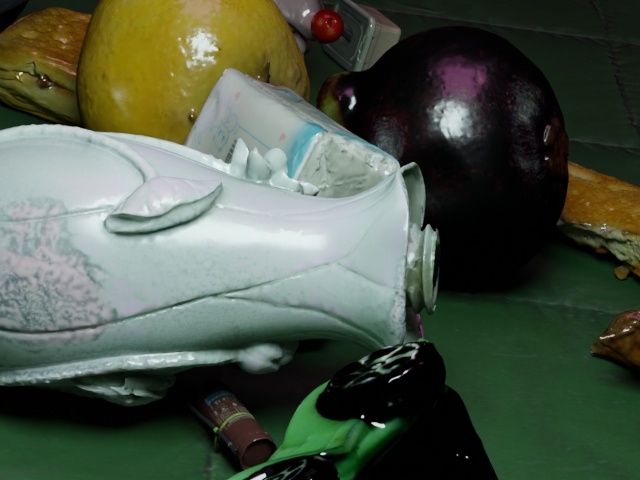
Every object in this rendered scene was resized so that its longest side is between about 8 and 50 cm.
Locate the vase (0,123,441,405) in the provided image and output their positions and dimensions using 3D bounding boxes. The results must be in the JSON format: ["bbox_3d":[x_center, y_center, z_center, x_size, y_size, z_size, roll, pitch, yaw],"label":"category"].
[{"bbox_3d":[-0.120,0.021,1.517,0.445,0.250,0.250,1,23,8],"label":"vase"}]

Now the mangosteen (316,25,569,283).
[{"bbox_3d":[0.114,-0.088,1.868,0.302,0.275,0.275,-4,19,24],"label":"mangosteen"}]

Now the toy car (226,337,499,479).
[{"bbox_3d":[0.026,0.213,1.262,0.176,0.213,0.358,-16,14,38],"label":"toy car"}]

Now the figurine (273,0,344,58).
[{"bbox_3d":[-0.081,-0.286,2.324,0.176,0.186,0.287,9,-13,-23],"label":"figurine"}]

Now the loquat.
[{"bbox_3d":[-0.143,-0.175,1.981,0.274,0.275,0.275,7,24,-3],"label":"loquat"}]

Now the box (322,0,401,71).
[{"bbox_3d":[0.060,-0.291,2.505,0.062,0.089,0.122,6,23,-28],"label":"box"}]

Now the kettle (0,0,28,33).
[{"bbox_3d":[-0.480,-0.309,2.189,0.320,0.228,0.324,-5,26,16],"label":"kettle"}]

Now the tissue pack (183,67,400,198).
[{"bbox_3d":[-0.051,-0.044,1.753,0.124,0.201,0.271,25,7,-31],"label":"tissue pack"}]

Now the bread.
[{"bbox_3d":[-0.293,-0.208,2.205,0.235,0.099,0.210,19,28,10],"label":"bread"}]

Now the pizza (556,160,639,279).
[{"bbox_3d":[0.359,-0.011,1.992,0.365,0.074,0.182,27,28,35],"label":"pizza"}]

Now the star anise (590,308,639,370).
[{"bbox_3d":[0.363,0.108,1.706,0.196,0.111,0.212,4,30,9],"label":"star anise"}]

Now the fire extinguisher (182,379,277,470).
[{"bbox_3d":[-0.083,0.157,1.531,0.056,0.039,0.132,3,23,-32],"label":"fire extinguisher"}]

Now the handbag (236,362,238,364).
[{"bbox_3d":[-0.067,0.091,1.692,0.061,0.027,0.083,24,27,33],"label":"handbag"}]
